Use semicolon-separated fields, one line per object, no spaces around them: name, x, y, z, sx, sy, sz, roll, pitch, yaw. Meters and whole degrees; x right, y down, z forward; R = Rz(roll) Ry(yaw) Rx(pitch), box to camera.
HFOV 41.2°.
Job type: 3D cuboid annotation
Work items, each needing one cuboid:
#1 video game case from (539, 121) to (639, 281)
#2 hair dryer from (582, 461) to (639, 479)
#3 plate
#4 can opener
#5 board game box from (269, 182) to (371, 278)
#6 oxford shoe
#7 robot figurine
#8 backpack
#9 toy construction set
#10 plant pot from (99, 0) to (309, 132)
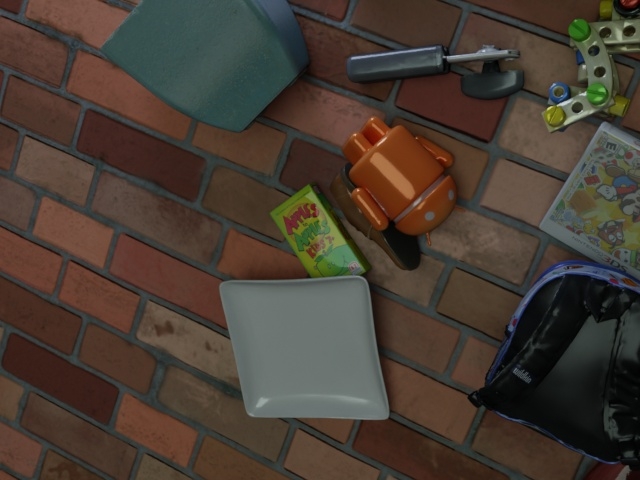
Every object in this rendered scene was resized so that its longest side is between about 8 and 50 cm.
video game case;0.464;-0.043;1.279;0.206;0.026;0.227;32;140;12
hair dryer;0.521;0.439;1.378;0.223;0.080;0.294;-7;101;4
plate;-0.024;0.187;1.506;0.277;0.045;0.278;-3;110;21
can opener;0.185;-0.267;1.381;0.283;0.076;0.095;-3;96;20
board game box;0.000;0.000;1.497;0.092;0.043;0.181;-35;86;20
oxford shoe;0.093;-0.031;1.457;0.212;0.076;0.076;55;134;9
robot figurine;0.135;-0.100;1.390;0.219;0.158;0.128;47;123;1
backpack;0.403;0.167;1.296;0.276;0.213;0.264;22;112;9
toy construction set;0.494;-0.256;1.235;0.327;0.151;0.215;4;86;14
plant pot;-0.160;-0.323;1.412;0.247;0.248;0.252;-41;99;19
